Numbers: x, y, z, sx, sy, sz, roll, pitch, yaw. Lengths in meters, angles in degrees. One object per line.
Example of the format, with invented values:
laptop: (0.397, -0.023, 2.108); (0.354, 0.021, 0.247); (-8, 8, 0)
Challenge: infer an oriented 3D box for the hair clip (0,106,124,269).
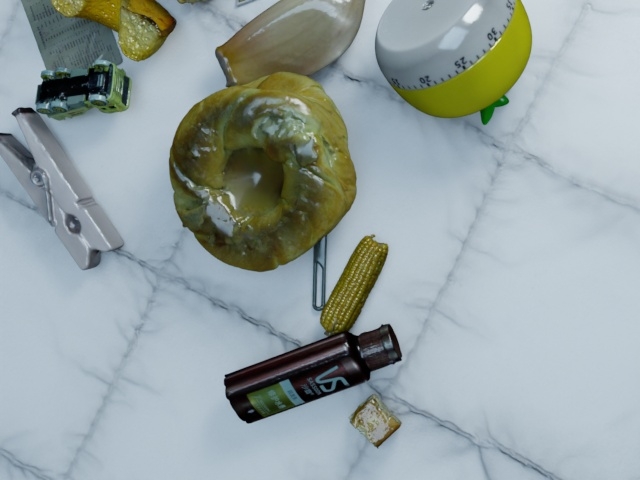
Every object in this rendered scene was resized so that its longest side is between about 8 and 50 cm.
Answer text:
hair clip: (-0.516, -0.098, 1.903); (0.101, 0.085, 0.331); (-35, 86, 12)

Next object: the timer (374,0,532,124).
timer: (0.253, -0.312, 1.686); (0.285, 0.285, 0.285); (0, 92, 11)

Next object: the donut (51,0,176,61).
donut: (-0.372, -0.432, 1.842); (0.259, 0.152, 0.101); (34, 113, 14)

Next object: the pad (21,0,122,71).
pad: (-0.505, -0.444, 1.932); (0.159, 0.009, 0.265); (-21, 88, 10)

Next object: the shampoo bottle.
shampoo bottle: (-0.010, 0.243, 1.800); (0.323, 0.084, 0.129); (-20, 131, 10)

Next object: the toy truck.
toy truck: (-0.449, -0.277, 1.872); (0.191, 0.116, 0.085); (-5, 74, 24)

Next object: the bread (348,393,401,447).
bread: (0.100, 0.333, 1.801); (0.070, 0.077, 0.083); (-43, 83, -2)

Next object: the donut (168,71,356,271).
donut: (-0.103, -0.128, 1.764); (0.360, 0.170, 0.360); (5, 104, 19)

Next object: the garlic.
garlic: (-0.045, -0.374, 1.789); (0.318, 0.112, 0.143); (-30, 107, 6)

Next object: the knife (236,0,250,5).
knife: (-0.055, -0.516, 1.834); (0.256, 0.022, 0.046); (-29, 90, 11)

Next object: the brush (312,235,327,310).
brush: (0.000, 0.000, 1.839); (0.062, 0.027, 0.266); (3, 96, 12)

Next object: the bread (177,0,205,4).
bread: (-0.243, -0.596, 1.825); (0.184, 0.114, 0.275); (-30, 84, 10)

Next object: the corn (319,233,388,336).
corn: (0.062, 0.086, 1.803); (0.068, 0.068, 0.207); (29, 94, 9)
